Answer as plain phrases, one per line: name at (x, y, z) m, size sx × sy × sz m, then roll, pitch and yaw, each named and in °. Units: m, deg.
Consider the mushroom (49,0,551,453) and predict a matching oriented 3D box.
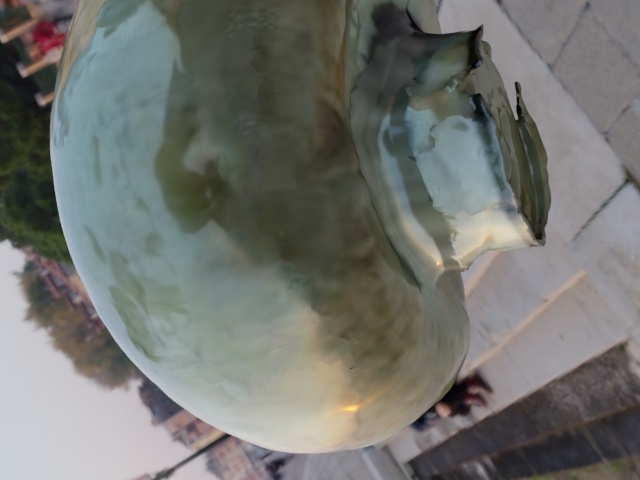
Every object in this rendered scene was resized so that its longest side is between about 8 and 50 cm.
mushroom at (-0.005, -0.050, 0.538) m, size 0.352 × 0.260 × 0.352 m, roll 39°, pitch -135°, yaw -56°
